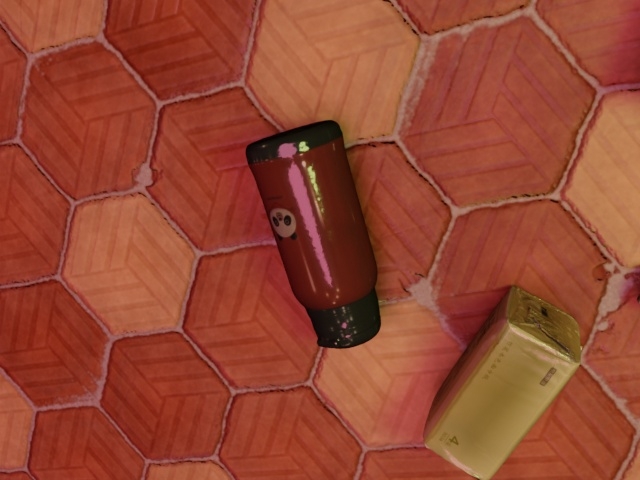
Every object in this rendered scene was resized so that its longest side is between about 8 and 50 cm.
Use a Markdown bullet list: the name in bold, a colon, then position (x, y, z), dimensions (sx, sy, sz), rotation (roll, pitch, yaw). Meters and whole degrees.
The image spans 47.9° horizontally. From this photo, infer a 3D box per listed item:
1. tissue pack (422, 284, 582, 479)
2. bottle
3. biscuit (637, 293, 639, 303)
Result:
- **tissue pack**: position (0.261, 0.201, 1.037), dimensions (0.125, 0.159, 0.234), rotation (31, 112, 7)
- **bottle**: position (0.000, 0.000, 1.072), dimensions (0.144, 0.144, 0.335), rotation (-11, 103, 20)
- **biscuit**: position (0.544, 0.095, 0.976), dimensions (0.219, 0.055, 0.061), rotation (18, 74, 10)
